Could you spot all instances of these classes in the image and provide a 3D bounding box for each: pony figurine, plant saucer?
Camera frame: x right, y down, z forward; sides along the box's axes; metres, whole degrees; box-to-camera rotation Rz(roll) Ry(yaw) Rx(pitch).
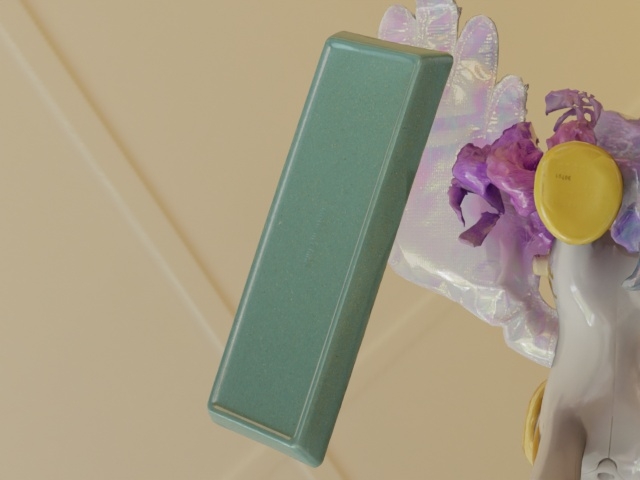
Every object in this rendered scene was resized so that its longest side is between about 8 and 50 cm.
[{"bbox_3d":[0.157,0.029,0.768,0.302,0.363,0.351,5,-89,6],"label":"pony figurine"},{"bbox_3d":[0.000,0.000,0.616,0.018,0.067,0.192,17,-89,-54],"label":"plant saucer"}]
